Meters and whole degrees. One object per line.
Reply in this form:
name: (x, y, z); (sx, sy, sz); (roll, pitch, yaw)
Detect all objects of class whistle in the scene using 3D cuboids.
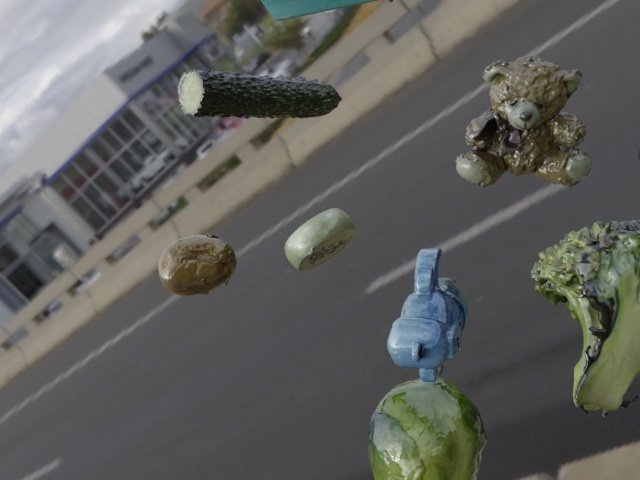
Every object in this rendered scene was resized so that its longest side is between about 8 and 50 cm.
whistle: (0.151, 0.108, 1.320); (0.093, 0.180, 0.269); (0, 13, 13)

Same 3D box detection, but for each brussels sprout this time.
brussels sprout: (0.186, 0.378, 1.725); (0.210, 0.271, 0.219); (-2, -15, -10)

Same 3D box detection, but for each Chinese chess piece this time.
Chinese chess piece: (0.000, 0.000, 1.871); (0.144, 0.058, 0.144); (-32, -15, -10)

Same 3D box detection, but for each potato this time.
potato: (-0.277, 0.056, 2.188); (0.175, 0.137, 0.137); (-4, -2, -18)

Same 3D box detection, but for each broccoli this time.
broccoli: (0.384, 0.099, 1.326); (0.273, 0.242, 0.180); (-61, 18, -5)

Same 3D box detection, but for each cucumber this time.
cucumber: (-0.109, -0.293, 1.960); (0.359, 0.096, 0.096); (-6, -16, -38)

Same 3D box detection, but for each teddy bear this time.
teddy bear: (0.405, -0.239, 1.915); (0.156, 0.267, 0.256); (-87, -1, -51)

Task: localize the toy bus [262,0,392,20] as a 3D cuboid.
toy bus: (0.021, -0.435, 1.524); (0.256, 0.128, 0.147); (0, 45, 41)

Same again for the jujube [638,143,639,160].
jujube: (0.765, -0.179, 2.115); (0.168, 0.168, 0.236); (-43, -7, -2)
